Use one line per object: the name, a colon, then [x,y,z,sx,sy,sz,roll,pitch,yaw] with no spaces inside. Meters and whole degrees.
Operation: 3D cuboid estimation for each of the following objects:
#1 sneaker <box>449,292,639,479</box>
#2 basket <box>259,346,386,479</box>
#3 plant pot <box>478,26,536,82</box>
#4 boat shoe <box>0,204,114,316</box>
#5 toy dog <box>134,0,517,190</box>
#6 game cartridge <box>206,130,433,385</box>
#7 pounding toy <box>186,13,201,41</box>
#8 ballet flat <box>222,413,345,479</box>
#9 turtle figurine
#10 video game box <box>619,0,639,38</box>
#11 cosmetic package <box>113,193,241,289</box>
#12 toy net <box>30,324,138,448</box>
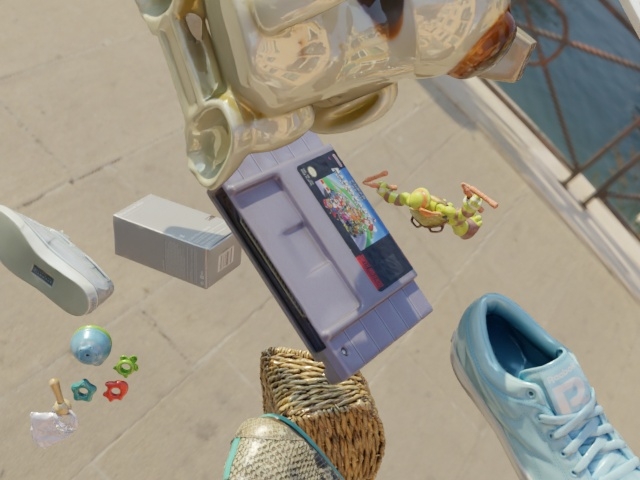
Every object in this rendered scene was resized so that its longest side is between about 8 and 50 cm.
sneaker: [0.285,0.215,1.028,0.135,0.150,0.366,-32,60,-18]
basket: [0.004,0.367,1.753,0.213,0.299,0.223,-13,38,-13]
plant pot: [0.324,-0.337,1.512,0.096,0.109,0.109,26,23,14]
boat shoe: [-0.403,0.024,1.261,0.227,0.079,0.081,39,29,11]
toy dog: [0.034,-0.283,0.997,0.408,0.395,0.285,-20,83,-28]
game cartridge: [0.000,0.000,1.200,0.230,0.068,0.355,-31,85,-42]
pounding toy: [-0.139,-0.338,1.374,0.181,0.094,0.206,6,20,-11]
ballet flat: [0.038,0.453,1.236,0.483,0.164,0.182,42,47,-18]
turtle figurine: [0.223,-0.054,1.570,0.217,0.269,0.087,21,80,-58]
video game box: [0.617,-0.459,1.488,0.048,0.187,0.205,62,10,-67]
cosmetic package: [-0.288,-0.001,1.703,0.238,0.107,0.127,20,33,21]
toy net: [-0.402,0.259,1.428,0.122,0.232,0.045,29,15,-15]
